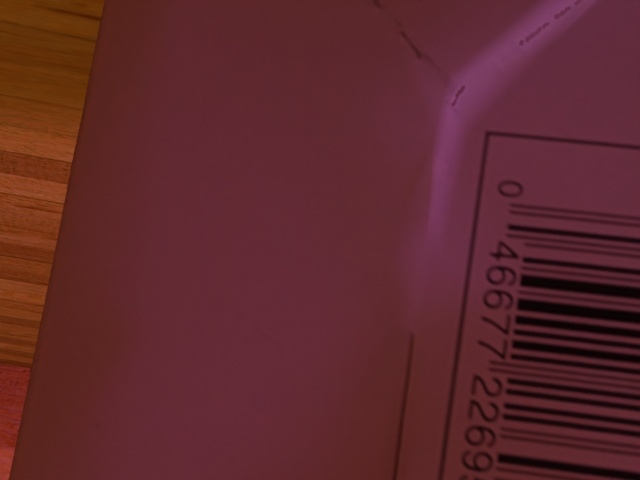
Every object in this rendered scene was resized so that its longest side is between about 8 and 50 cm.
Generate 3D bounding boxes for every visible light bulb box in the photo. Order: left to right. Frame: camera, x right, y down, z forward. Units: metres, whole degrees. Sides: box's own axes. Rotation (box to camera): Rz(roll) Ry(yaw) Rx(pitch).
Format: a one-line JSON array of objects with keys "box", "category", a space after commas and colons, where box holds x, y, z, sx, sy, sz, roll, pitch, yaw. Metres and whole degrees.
[{"box": [0.050, 0.063, 0.549, 0.225, 0.358, 0.361, 7, 168, 10], "category": "light bulb box"}]
